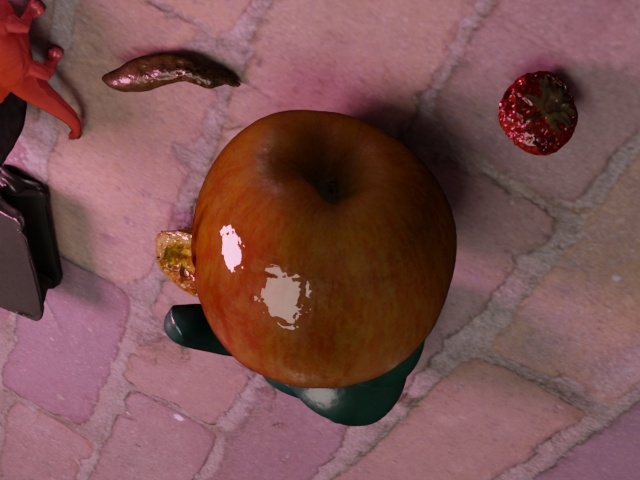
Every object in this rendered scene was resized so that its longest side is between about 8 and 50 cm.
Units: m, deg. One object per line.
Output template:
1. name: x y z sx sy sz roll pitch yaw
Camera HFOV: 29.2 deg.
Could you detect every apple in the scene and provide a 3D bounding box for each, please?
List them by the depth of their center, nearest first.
1. apple: 0.000 0.000 1.180 0.264 0.264 0.264 19 146 13

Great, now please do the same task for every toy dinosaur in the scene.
1. toy dinosaur: -0.334 -0.163 1.294 0.070 0.139 0.286 12 144 23

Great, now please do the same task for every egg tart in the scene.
1. egg tart: -0.139 0.025 1.488 0.130 0.052 0.130 20 146 14

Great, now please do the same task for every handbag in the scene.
1. handbag: -0.476 -0.020 1.644 0.247 0.079 0.260 20 145 10

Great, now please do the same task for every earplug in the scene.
1. earplug: -0.010 0.107 1.430 0.257 0.164 0.280 50 129 -4

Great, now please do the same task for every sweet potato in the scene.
1. sweet potato: -0.158 -0.172 1.253 0.153 0.038 0.041 3 162 20

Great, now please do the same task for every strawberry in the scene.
1. strawberry: 0.184 -0.107 1.073 0.073 0.073 0.083 36 161 -12

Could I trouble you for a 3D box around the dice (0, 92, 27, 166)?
1. dice: -0.449 -0.154 1.351 0.181 0.183 0.182 4 142 29
